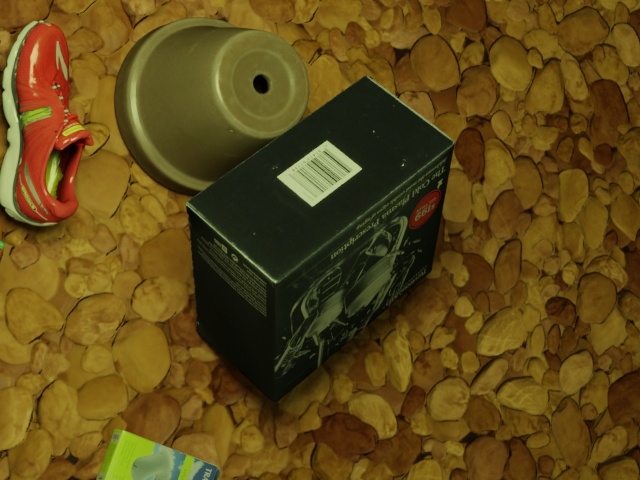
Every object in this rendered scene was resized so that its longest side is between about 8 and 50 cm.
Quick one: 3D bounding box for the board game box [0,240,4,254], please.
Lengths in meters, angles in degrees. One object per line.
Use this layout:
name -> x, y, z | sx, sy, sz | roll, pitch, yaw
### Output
board game box -> -0.567, 0.028, 1.645 | 0.281, 0.027, 0.145 | 20, 78, -27

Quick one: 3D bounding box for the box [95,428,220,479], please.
box -> -0.228, 0.349, 1.802 | 0.178, 0.042, 0.109 | 25, 75, -24

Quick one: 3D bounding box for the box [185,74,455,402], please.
box -> 0.000, 0.000, 1.782 | 0.343, 0.312, 0.179 | -38, 64, -25

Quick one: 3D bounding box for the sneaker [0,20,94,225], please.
sneaker -> -0.356, -0.158, 1.712 | 0.107, 0.118, 0.279 | 0, 92, -58

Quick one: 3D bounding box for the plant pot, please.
plant pot -> -0.131, -0.205, 1.792 | 0.263, 0.229, 0.263 | 3, 84, -29
